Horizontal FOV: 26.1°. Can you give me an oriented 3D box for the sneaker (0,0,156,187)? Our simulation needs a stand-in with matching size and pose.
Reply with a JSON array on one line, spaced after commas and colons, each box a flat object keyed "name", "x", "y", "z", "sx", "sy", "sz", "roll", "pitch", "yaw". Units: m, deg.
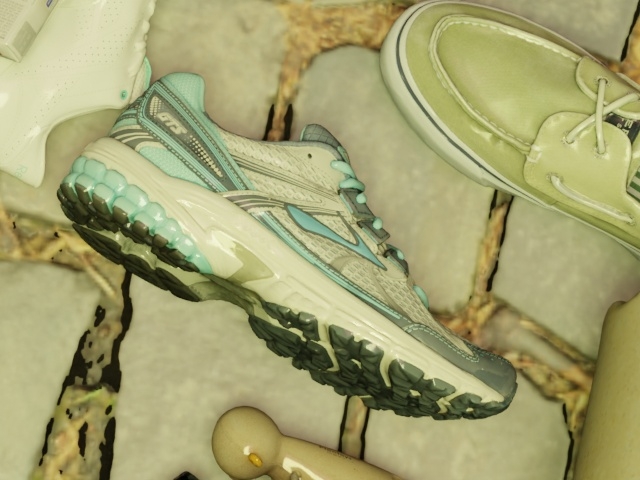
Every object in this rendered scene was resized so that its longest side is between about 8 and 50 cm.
[{"name": "sneaker", "x": -0.125, "y": -0.124, "z": 0.809, "sx": 0.094, "sy": 0.080, "sz": 0.212, "roll": 44, "pitch": 81, "yaw": -12}]

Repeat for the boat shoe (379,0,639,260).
[{"name": "boat shoe", "x": 0.177, "y": -0.059, "z": 0.834, "sx": 0.302, "sy": 0.094, "sz": 0.109, "roll": 31, "pitch": 74, "yaw": -3}]

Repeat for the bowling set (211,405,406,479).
[{"name": "bowling set", "x": -0.017, "y": 0.226, "z": 0.678, "sx": 0.154, "sy": 0.287, "sz": 0.200, "roll": 30, "pitch": 96, "yaw": -13}]

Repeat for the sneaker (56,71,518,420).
[{"name": "sneaker", "x": 0.000, "y": 0.000, "z": 0.783, "sx": 0.283, "sy": 0.110, "sz": 0.122, "roll": 32, "pitch": 71, "yaw": -3}]

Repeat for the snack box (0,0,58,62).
[{"name": "snack box", "x": -0.226, "y": -0.155, "z": 0.774, "sx": 0.178, "sy": 0.022, "sz": 0.064, "roll": 21, "pitch": 74, "yaw": 22}]

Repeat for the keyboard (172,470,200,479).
[{"name": "keyboard", "x": -0.137, "y": 0.193, "z": 0.755, "sx": 0.192, "sy": 0.038, "sz": 0.100, "roll": -33, "pitch": 102, "yaw": -23}]

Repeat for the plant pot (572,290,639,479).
[{"name": "plant pot", "x": 0.251, "y": 0.183, "z": 0.705, "sx": 0.333, "sy": 0.334, "sz": 0.306, "roll": 13, "pitch": 65, "yaw": -8}]
